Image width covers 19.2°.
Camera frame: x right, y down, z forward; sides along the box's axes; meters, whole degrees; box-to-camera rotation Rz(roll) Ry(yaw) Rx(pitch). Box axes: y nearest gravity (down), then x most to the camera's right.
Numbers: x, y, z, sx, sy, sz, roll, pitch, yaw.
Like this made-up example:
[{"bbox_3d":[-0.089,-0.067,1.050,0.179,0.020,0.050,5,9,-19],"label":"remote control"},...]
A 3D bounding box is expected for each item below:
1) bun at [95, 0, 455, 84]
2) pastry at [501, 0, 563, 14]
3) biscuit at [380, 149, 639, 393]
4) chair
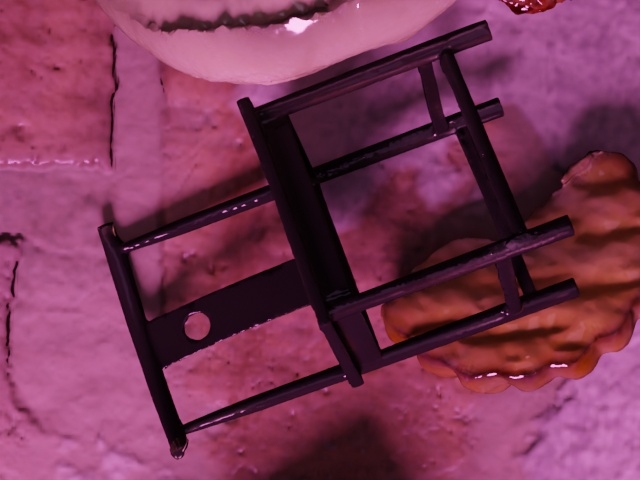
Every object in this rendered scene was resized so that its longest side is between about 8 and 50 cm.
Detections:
[{"bbox_3d":[-0.006,-0.206,1.068,0.287,0.146,0.287,-7,66,17],"label":"bun"},{"bbox_3d":[0.162,-0.222,1.116,0.097,0.115,0.208,40,88,-17],"label":"pastry"},{"bbox_3d":[0.133,0.036,1.143,0.183,0.061,0.118,-29,63,-2],"label":"biscuit"},{"bbox_3d":[0.000,0.000,1.079,0.260,0.141,0.154,-21,69,1],"label":"chair"}]
